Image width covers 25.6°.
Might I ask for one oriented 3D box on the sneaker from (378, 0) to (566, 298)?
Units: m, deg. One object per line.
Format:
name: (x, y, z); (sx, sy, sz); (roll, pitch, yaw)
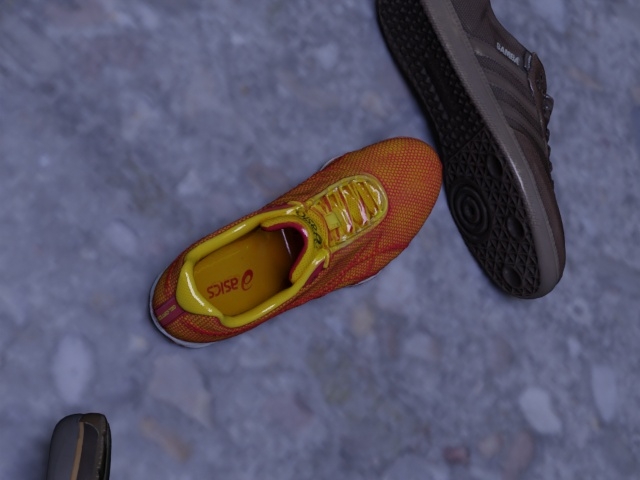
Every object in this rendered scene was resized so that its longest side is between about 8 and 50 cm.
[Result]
sneaker: (0.098, -0.065, 0.741); (0.071, 0.066, 0.188); (-21, 88, -29)

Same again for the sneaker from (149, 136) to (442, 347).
sneaker: (0.000, 0.000, 0.679); (0.175, 0.067, 0.064); (-34, 92, -29)

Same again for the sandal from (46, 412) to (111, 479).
sandal: (-0.137, 0.170, 0.566); (0.060, 0.090, 0.219); (16, 72, -4)
